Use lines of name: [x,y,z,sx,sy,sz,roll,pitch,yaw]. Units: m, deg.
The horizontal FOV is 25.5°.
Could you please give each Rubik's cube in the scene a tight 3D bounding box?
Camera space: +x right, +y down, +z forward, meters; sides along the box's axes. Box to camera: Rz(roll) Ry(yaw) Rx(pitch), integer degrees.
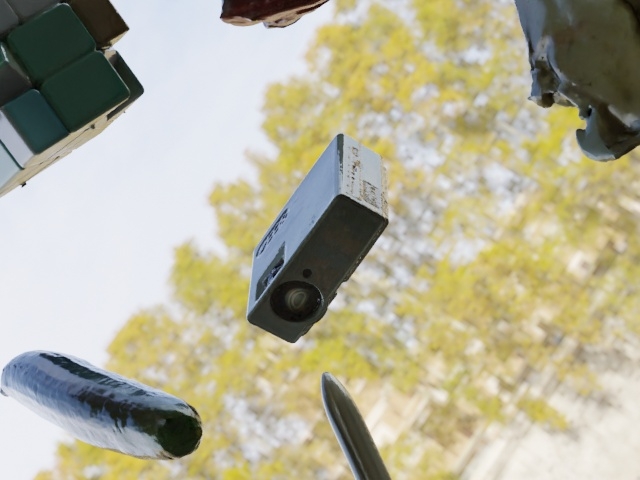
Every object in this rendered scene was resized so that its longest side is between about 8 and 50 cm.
Rubik's cube: [-0.330,-0.176,1.464,0.265,0.213,0.224,-39,6,-36]

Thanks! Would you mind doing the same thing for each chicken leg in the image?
chicken leg: [0.141,-0.257,0.811,0.201,0.429,0.152,-30,-9,18]

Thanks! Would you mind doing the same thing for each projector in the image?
projector: [0.000,0.000,1.194,0.147,0.061,0.115,-54,15,27]

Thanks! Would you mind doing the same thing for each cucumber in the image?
cucumber: [-0.160,0.108,0.962,0.056,0.284,0.056,-2,-86,-35]

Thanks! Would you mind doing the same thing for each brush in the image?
brush: [0.056,0.205,0.874,0.042,0.299,0.039,-21,-30,-11]

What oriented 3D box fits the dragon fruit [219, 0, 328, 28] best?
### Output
dragon fruit: [0.023,-0.335,1.418,0.152,0.205,0.317,47,-134,-66]
